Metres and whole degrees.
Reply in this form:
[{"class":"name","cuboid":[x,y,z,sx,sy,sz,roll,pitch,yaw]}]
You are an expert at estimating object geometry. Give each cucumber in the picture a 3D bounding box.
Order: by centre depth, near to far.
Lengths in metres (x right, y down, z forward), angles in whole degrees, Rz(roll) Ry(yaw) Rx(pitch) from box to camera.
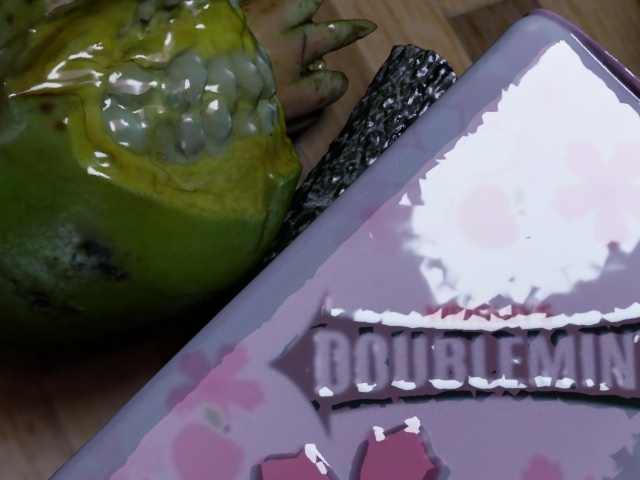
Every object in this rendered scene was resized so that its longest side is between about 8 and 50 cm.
[{"class":"cucumber","cuboid":[0.002,0.002,0.819,0.067,0.067,0.245,33,65,7]}]

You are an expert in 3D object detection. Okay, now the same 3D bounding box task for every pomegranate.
[{"class":"pomegranate","cuboid":[-0.099,-0.074,0.771,0.236,0.236,0.302,46,33,13]}]

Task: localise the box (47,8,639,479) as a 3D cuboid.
[{"class":"box","cuboid":[0.023,0.095,0.620,0.190,0.112,0.370,43,75,6]}]
